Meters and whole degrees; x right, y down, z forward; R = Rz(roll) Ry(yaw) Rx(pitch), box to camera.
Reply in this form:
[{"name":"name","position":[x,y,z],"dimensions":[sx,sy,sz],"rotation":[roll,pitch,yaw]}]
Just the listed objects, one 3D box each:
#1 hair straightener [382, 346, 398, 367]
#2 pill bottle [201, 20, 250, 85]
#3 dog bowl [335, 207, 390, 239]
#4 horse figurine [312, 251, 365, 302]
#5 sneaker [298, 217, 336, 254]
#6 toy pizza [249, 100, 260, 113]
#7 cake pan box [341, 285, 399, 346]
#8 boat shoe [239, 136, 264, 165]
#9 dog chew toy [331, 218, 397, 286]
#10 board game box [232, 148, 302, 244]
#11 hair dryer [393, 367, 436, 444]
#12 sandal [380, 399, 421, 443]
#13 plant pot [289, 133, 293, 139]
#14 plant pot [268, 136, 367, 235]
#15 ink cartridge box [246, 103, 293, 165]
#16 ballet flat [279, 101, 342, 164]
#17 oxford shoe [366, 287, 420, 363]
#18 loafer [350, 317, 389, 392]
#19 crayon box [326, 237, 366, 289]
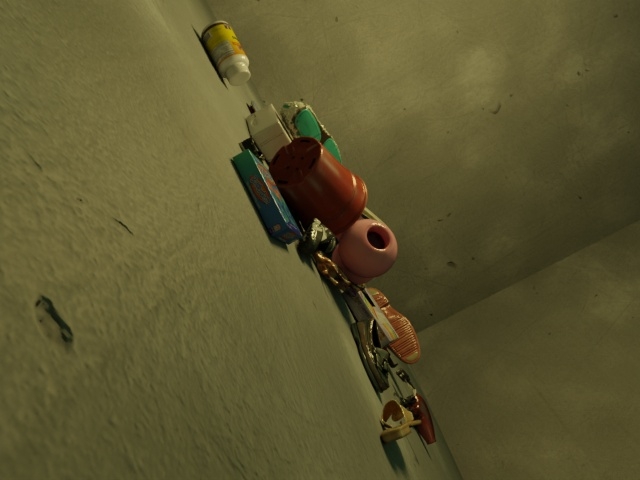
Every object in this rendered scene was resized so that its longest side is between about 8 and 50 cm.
[{"name":"hair straightener","position":[0.276,0.469,2.022],"dimensions":[0.230,0.047,0.089],"rotation":[51,10,-37]},{"name":"pill bottle","position":[-0.335,-0.669,1.704],"dimensions":[0.215,0.117,0.117],"rotation":[62,5,9]},{"name":"dog bowl","position":[0.101,-0.109,2.054],"dimensions":[0.408,0.150,0.408],"rotation":[36,10,-7]},{"name":"horse figurine","position":[0.051,0.111,1.551],"dimensions":[0.174,0.066,0.263],"rotation":[44,2,37]},{"name":"sneaker","position":[0.000,0.000,1.410],"dimensions":[0.106,0.078,0.234],"rotation":[32,16,-5]},{"name":"toy pizza","position":[-0.269,-0.538,2.145],"dimensions":[0.201,0.032,0.201],"rotation":[62,4,-8]},{"name":"cake pan box","position":[0.198,0.297,1.877],"dimensions":[0.266,0.070,0.246],"rotation":[57,8,18]},{"name":"boat shoe","position":[-0.179,-0.233,1.348],"dimensions":[0.133,0.042,0.049],"rotation":[59,3,-37]},{"name":"dog chew toy","position":[0.134,0.064,1.699],"dimensions":[0.206,0.207,0.332],"rotation":[63,-31,16]},{"name":"board game box","position":[-0.124,-0.099,1.138],"dimensions":[0.210,0.047,0.160],"rotation":[62,5,11]},{"name":"hair dryer","position":[0.351,0.657,1.809],"dimensions":[0.293,0.080,0.223],"rotation":[55,22,-9]},{"name":"sandal","position":[0.187,0.429,1.158],"dimensions":[0.079,0.088,0.240],"rotation":[70,12,18]},{"name":"plant pot","position":[-0.182,-0.411,1.964],"dimensions":[0.096,0.109,0.109],"rotation":[42,17,-39]},{"name":"plant pot","position":[-0.022,-0.188,1.584],"dimensions":[0.265,0.272,0.272],"rotation":[43,17,-47]},{"name":"ink cartridge box","position":[-0.153,-0.343,1.770],"dimensions":[0.272,0.115,0.198],"rotation":[58,6,-37]},{"name":"ballet flat","position":[-0.035,-0.385,1.828],"dimensions":[0.409,0.147,0.147],"rotation":[56,8,-50]},{"name":"oxford shoe","position":[0.305,0.391,2.099],"dimensions":[0.146,0.141,0.397],"rotation":[90,-26,-50]},{"name":"loafer","position":[0.166,0.337,1.450],"dimensions":[0.096,0.084,0.267],"rotation":[58,6,-36]},{"name":"crayon box","position":[0.103,0.099,2.129],"dimensions":[0.318,0.081,0.202],"rotation":[59,5,-15]}]
